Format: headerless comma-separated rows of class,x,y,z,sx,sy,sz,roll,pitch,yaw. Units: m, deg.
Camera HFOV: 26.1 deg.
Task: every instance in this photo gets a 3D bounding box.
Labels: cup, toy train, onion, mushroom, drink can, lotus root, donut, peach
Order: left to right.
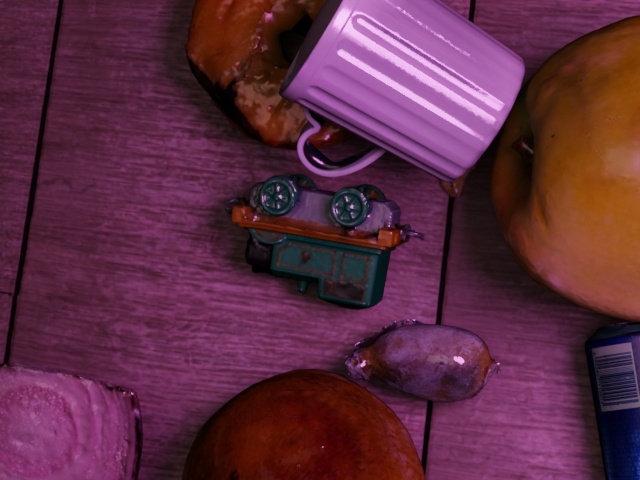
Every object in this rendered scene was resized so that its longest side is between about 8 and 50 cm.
onion,-0.316,0.238,1.559,0.250,0.111,0.248,10,109,5
donut,-0.023,-0.219,1.521,0.253,0.118,0.254,-1,86,13
mushroom,-0.020,0.274,1.425,0.263,0.195,0.283,-3,83,9
toy train,0.000,0.000,1.506,0.227,0.091,0.136,7,96,15
cup,0.074,-0.160,1.397,0.202,0.221,0.167,30,64,-9
lotus root,0.109,0.125,1.462,0.165,0.088,0.088,4,85,16
drink can,0.335,0.183,1.382,0.118,0.118,0.205,-8,83,14
peach,0.331,-0.072,1.329,0.315,0.281,0.314,16,81,4

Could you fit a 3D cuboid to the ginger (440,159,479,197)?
ginger,0.154,-0.117,1.502,0.057,0.044,0.137,7,84,33
